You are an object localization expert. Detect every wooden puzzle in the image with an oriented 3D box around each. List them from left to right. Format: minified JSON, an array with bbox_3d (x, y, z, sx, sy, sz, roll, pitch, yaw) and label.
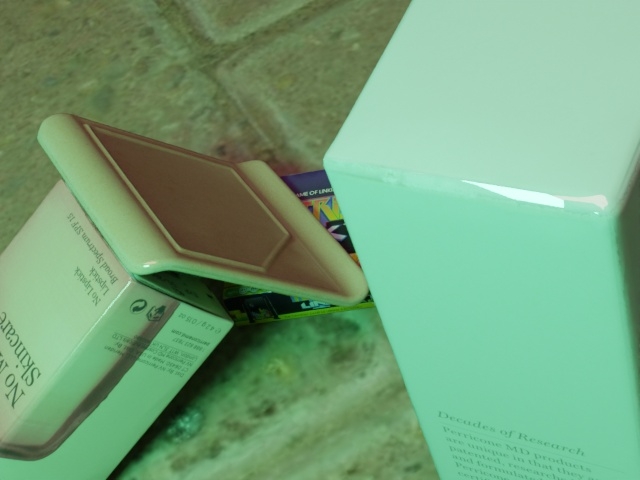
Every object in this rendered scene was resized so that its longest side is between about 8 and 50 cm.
[{"bbox_3d":[-0.101,-0.019,1.080,0.221,0.239,0.044,48,118,41],"label":"wooden puzzle"}]

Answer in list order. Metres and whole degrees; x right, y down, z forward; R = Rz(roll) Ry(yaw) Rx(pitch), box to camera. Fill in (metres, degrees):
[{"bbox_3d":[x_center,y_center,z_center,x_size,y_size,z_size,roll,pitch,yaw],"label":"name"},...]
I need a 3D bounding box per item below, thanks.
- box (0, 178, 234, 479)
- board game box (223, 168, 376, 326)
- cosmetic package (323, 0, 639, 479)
[{"bbox_3d":[-0.212,0.093,1.056,0.232,0.127,0.148,-50,50,9],"label":"box"},{"bbox_3d":[0.000,0.000,1.174,0.170,0.048,0.141,-9,50,11],"label":"board game box"},{"bbox_3d":[0.167,0.030,0.821,0.161,0.453,0.230,12,55,26],"label":"cosmetic package"}]
